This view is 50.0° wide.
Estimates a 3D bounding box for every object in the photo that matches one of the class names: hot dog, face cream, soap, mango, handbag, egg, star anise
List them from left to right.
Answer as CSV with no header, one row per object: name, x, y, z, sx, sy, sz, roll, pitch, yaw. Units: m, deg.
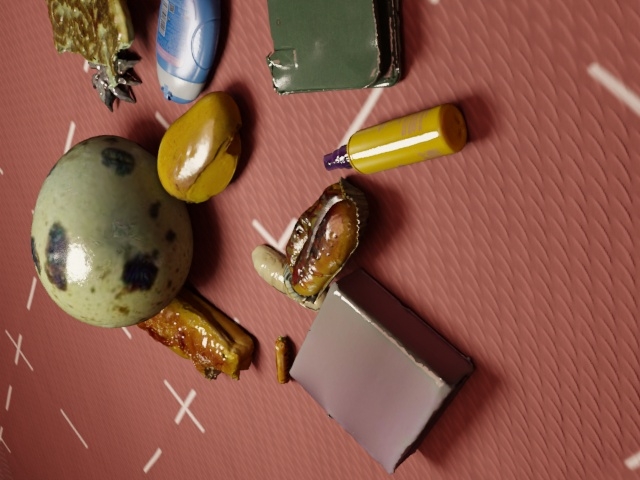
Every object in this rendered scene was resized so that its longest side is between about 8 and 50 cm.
star anise,-0.488,-0.398,1.579,0.181,0.061,0.204,54,135,10
egg,-0.458,-0.021,1.524,0.345,0.345,0.428,0,93,42
face cream,-0.267,-0.394,1.364,0.149,0.083,0.264,38,130,24
mango,-0.242,-0.190,1.407,0.262,0.130,0.167,-42,74,38
hot dog,-0.082,0.269,1.529,0.037,0.049,0.122,-2,118,4
hot dog,0.000,0.000,1.274,0.270,0.081,0.163,-55,33,40
handbag,0.008,-0.370,1.132,0.260,0.079,0.248,9,113,42
soap,0.104,0.249,1.305,0.296,0.107,0.285,42,131,20
face cream,0.108,-0.156,1.137,0.273,0.078,0.078,-10,102,44

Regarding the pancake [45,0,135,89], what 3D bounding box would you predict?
pancake,-0.508,-0.518,1.495,0.426,0.067,0.305,34,129,38

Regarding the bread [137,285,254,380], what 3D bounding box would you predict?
bread,-0.324,0.226,1.682,0.380,0.109,0.185,32,127,26

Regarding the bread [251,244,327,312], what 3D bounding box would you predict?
bread,-0.070,0.084,1.426,0.214,0.053,0.073,34,132,26
